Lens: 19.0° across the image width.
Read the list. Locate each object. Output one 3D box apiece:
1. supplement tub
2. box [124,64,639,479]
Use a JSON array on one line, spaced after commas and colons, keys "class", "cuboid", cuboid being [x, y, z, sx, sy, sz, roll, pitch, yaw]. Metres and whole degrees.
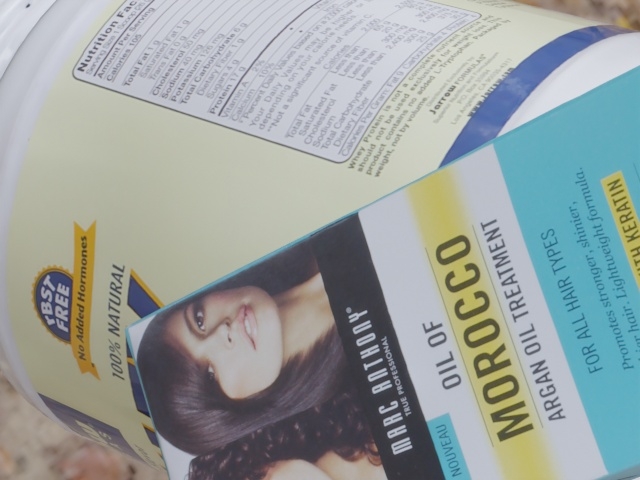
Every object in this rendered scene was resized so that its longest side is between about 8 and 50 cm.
[{"class": "supplement tub", "cuboid": [0.000, 0.000, 0.810, 0.235, 0.325, 0.235, -27, 126, -45]}, {"class": "box", "cuboid": [0.057, 0.027, 0.553, 0.060, 0.244, 0.100, -1, 69, -53]}]
